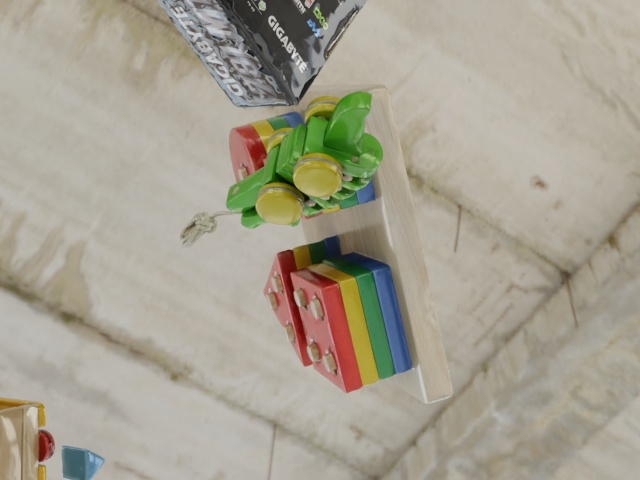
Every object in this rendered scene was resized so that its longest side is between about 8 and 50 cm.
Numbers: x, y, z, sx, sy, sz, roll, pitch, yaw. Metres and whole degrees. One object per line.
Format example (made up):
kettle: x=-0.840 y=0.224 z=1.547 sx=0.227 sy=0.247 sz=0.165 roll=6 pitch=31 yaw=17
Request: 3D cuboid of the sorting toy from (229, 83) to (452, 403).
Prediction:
sorting toy: x=0.000 y=0.000 z=0.956 sx=0.089 sy=0.255 sz=0.257 roll=-17 pitch=-78 yaw=-15

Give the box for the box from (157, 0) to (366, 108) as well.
box: x=-0.044 y=-0.301 z=0.798 sx=0.073 sy=0.293 sz=0.295 roll=3 pitch=-37 yaw=41

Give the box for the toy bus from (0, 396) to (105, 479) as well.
toy bus: x=-0.290 y=0.226 z=0.904 sx=0.104 sy=0.202 sz=0.191 roll=2 pitch=-43 yaw=28

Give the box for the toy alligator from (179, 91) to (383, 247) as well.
toy alligator: x=-0.017 y=-0.031 z=0.671 sx=0.051 sy=0.056 sz=0.189 roll=30 pitch=-41 yaw=-25
